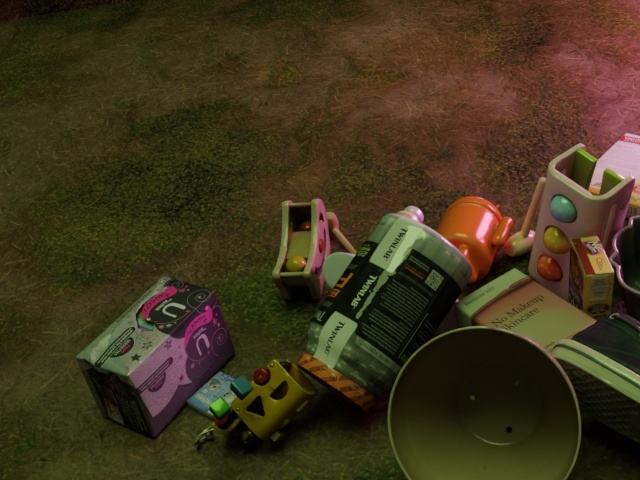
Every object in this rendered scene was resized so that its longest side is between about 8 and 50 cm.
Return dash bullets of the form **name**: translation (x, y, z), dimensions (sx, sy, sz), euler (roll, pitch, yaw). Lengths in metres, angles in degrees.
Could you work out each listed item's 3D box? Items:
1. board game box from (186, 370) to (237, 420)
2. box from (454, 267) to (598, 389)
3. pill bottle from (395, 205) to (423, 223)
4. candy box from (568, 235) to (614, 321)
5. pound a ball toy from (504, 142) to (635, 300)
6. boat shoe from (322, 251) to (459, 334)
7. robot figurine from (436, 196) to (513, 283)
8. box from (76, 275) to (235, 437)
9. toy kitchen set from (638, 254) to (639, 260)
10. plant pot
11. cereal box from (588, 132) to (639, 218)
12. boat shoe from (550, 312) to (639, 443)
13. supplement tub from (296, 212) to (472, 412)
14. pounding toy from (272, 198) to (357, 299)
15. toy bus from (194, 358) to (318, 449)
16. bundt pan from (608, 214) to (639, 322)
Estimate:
- **board game box**: translation (-0.182, 0.287, 1.839), dimensions (0.090, 0.020, 0.090), euler (19, 47, 37)
- **box**: translation (0.362, 0.174, 1.733), dimensions (0.148, 0.127, 0.232), euler (-28, 38, -21)
- **pill bottle**: translation (0.172, -0.022, 2.120), dimensions (0.065, 0.065, 0.116), euler (12, 41, 31)
- **candy box**: translation (0.468, 0.100, 1.750), dimensions (0.053, 0.187, 0.109), euler (-7, 34, 3)
- **pound a ball toy**: translation (0.434, -0.028, 1.869), dimensions (0.135, 0.319, 0.208), euler (-32, 55, -26)
- **boat shoe**: translation (0.151, 0.094, 1.942), dimensions (0.301, 0.108, 0.102), euler (18, 15, 29)
- **robot figurine**: translation (0.290, -0.002, 2.002), dimensions (0.128, 0.158, 0.219), euler (30, 44, 0)
- **box**: translation (-0.298, 0.209, 1.859), dimensions (0.142, 0.163, 0.247), euler (12, 42, 33)
- **toy kitchen set**: translation (0.581, -0.020, 1.977), dimensions (0.166, 0.122, 0.207), euler (-31, 59, -24)
- **plant pot**: translation (0.263, 0.265, 1.554), dimensions (0.284, 0.284, 0.191), euler (0, 1, 18)
- **cereal box**: translation (0.670, -0.138, 2.140), dimensions (0.173, 0.047, 0.240), euler (22, 47, 39)
- **boat shoe**: translation (0.565, 0.256, 1.444), dimensions (0.156, 0.187, 0.500), euler (-39, 49, -22)
- **supplement tub**: translation (0.106, 0.127, 1.750), dimensions (0.193, 0.193, 0.316), euler (25, 76, 41)
- **pounding toy**: translation (0.000, 0.000, 2.066), dimensions (0.154, 0.154, 0.270), euler (-3, 37, 14)
- **toy bus**: translation (-0.099, 0.296, 1.722), dimensions (0.191, 0.202, 0.104), euler (-32, 69, -36)
- **bundt pan**: translation (0.669, 0.071, 1.735), dimensions (0.330, 0.124, 0.331), euler (-8, 36, 6)
